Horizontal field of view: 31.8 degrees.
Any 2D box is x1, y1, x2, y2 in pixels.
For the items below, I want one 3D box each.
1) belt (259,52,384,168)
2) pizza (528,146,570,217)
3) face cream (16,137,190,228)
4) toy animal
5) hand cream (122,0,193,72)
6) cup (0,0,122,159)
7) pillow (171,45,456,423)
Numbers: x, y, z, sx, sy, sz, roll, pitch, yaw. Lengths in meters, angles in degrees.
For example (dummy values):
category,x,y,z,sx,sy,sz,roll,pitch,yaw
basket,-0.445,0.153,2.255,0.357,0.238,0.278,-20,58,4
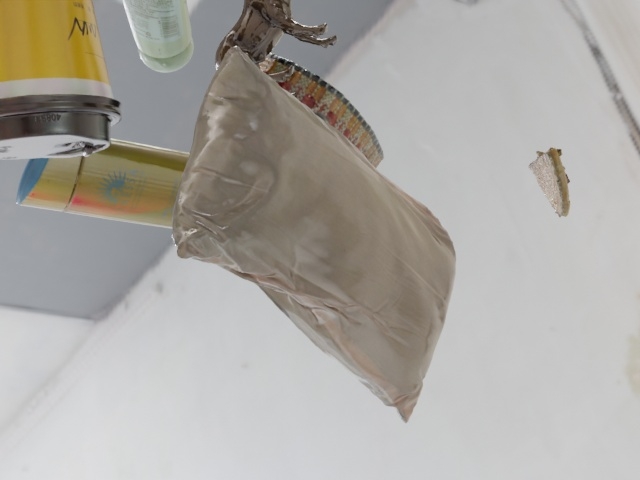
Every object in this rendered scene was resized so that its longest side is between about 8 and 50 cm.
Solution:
category,x,y,z,sx,sy,sz,roll,pitch,yaw
belt,-0.024,-0.142,1.568,0.207,0.295,0.160,21,-104,38
pizza,0.251,-0.073,1.218,0.078,0.025,0.083,-121,-169,-60
face cream,-0.328,-0.096,1.787,0.139,0.285,0.067,-67,-149,24
toy animal,-0.068,-0.295,1.403,0.186,0.094,0.214,38,-83,15
hand cream,-0.264,-0.381,1.765,0.147,0.306,0.093,23,-113,13
cup,-0.335,-0.231,1.286,0.196,0.196,0.279,-9,-93,50
pillow,0.000,0.000,0.847,0.067,0.270,0.173,-14,-134,50
